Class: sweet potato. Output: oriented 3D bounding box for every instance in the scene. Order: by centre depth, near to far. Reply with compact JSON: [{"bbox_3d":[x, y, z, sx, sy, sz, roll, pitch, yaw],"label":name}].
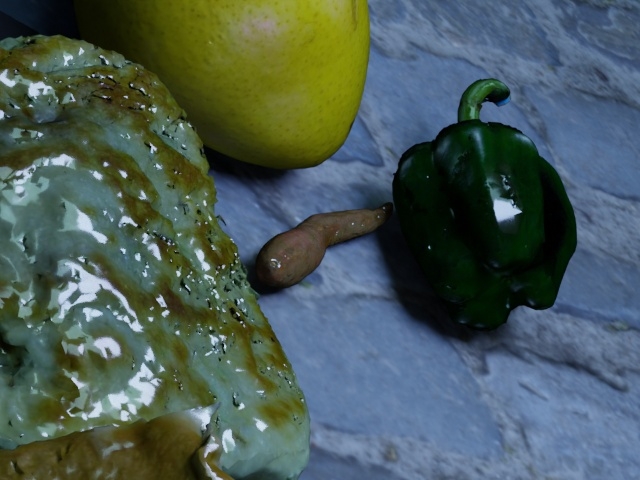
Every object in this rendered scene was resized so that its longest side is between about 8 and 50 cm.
[{"bbox_3d":[0.000,0.000,1.593,0.050,0.050,0.214,50,36,8],"label":"sweet potato"}]

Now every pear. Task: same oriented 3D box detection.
[{"bbox_3d":[-0.090,-0.220,1.570,0.285,0.336,0.285,-7,30,4],"label":"pear"}]

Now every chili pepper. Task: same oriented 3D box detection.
[{"bbox_3d":[0.156,-0.046,1.666,0.174,0.165,0.261,30,37,-43],"label":"chili pepper"}]

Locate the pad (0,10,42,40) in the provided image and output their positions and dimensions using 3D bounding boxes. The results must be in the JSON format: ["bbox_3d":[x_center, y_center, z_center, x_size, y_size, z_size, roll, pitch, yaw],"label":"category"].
[{"bbox_3d":[-0.398,-0.119,1.392,0.375,0.063,0.315,29,45,-28],"label":"pad"}]

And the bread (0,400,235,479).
[{"bbox_3d":[-0.136,0.281,1.076,0.250,0.225,0.279,-17,66,-12],"label":"bread"}]

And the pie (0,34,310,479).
[{"bbox_3d":[-0.195,0.031,1.266,0.395,0.180,0.418,-5,55,-48],"label":"pie"}]
